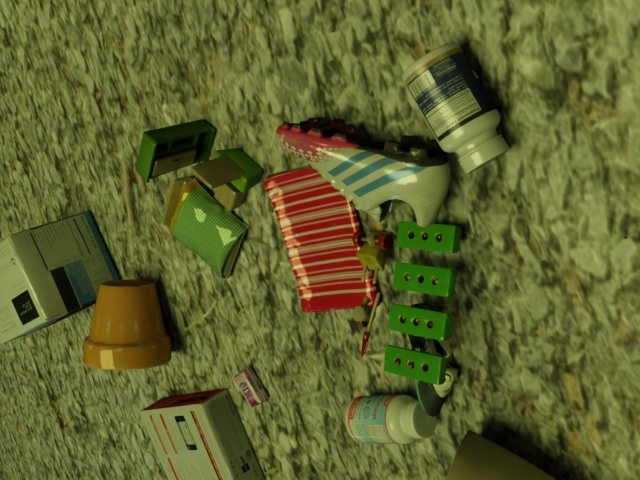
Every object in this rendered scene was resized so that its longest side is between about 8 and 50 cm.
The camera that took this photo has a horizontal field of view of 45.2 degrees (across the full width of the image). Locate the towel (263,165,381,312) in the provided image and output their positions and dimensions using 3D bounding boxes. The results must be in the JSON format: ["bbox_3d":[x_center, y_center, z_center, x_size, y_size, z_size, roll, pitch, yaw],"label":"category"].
[{"bbox_3d":[0.000,0.000,1.402,0.198,0.031,0.275,-7,103,45],"label":"towel"}]

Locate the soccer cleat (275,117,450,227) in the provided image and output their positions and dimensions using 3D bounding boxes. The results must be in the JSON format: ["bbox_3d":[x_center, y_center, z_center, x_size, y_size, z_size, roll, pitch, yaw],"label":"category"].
[{"bbox_3d":[0.053,-0.108,1.233,0.331,0.116,0.143,19,115,36],"label":"soccer cleat"}]

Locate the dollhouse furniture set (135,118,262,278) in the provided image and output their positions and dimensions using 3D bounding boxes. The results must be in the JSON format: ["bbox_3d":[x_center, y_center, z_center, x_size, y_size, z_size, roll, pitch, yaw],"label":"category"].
[{"bbox_3d":[-0.261,-0.059,1.537,0.197,0.151,0.302,42,133,22],"label":"dollhouse furniture set"}]

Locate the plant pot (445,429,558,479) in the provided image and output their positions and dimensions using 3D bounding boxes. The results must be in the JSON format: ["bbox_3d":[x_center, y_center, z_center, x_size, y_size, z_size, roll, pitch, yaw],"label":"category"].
[{"bbox_3d":[0.321,0.460,1.177,0.274,0.256,0.257,16,120,20],"label":"plant pot"}]

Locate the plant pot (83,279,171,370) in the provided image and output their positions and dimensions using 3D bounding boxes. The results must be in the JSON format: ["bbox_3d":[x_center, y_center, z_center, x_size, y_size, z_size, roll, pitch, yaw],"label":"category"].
[{"bbox_3d":[-0.459,0.193,1.829,0.205,0.205,0.188,5,96,43],"label":"plant pot"}]

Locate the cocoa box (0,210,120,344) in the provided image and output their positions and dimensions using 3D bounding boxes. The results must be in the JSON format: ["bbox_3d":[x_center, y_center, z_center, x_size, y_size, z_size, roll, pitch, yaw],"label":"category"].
[{"bbox_3d":[-0.718,0.100,1.993,0.347,0.228,0.232,-23,92,47],"label":"cocoa box"}]

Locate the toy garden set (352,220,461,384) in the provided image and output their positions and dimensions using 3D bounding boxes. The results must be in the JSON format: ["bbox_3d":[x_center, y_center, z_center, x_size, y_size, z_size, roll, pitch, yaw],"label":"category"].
[{"bbox_3d":[0.134,0.092,1.252,0.203,0.049,0.244,6,90,43],"label":"toy garden set"}]

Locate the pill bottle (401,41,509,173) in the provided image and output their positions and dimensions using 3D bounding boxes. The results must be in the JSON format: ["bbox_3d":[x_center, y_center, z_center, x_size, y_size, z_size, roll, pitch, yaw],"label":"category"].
[{"bbox_3d":[0.194,-0.183,1.083,0.094,0.094,0.169,-33,85,47],"label":"pill bottle"}]

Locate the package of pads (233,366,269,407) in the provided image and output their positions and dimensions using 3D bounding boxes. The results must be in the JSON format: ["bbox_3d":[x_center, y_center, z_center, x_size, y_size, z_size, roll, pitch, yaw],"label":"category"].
[{"bbox_3d":[-0.154,0.325,1.698,0.083,0.032,0.050,58,139,7],"label":"package of pads"}]

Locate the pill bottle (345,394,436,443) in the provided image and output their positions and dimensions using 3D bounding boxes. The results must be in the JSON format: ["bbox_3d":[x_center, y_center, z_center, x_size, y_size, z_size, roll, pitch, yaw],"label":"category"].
[{"bbox_3d":[0.127,0.323,1.387,0.160,0.087,0.087,-15,98,46],"label":"pill bottle"}]

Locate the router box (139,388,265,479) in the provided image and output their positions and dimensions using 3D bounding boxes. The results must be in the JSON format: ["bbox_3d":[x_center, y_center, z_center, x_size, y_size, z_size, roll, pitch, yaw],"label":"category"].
[{"bbox_3d":[-0.278,0.540,1.881,0.301,0.082,0.336,-17,96,47],"label":"router box"}]

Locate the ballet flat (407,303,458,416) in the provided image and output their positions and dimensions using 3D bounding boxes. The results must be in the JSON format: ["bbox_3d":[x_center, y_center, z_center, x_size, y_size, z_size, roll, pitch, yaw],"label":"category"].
[{"bbox_3d":[0.190,0.203,1.286,0.074,0.074,0.203,-3,104,44],"label":"ballet flat"}]
